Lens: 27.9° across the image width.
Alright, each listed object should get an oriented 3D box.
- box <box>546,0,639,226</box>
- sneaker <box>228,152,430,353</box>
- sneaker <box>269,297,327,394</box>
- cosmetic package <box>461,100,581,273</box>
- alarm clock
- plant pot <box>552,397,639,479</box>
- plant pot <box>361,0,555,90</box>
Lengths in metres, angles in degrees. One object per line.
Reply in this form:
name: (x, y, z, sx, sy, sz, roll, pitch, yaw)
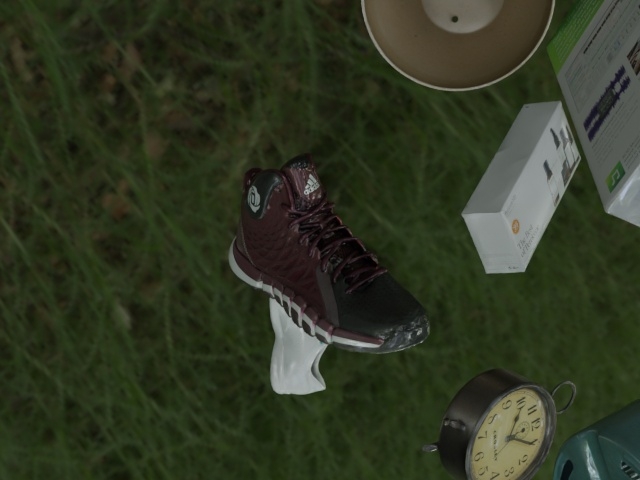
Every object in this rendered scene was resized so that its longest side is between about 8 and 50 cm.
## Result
box: (0.296, -0.184, 1.097, 0.058, 0.322, 0.232, 22, 120, -15)
sneaker: (0.000, 0.000, 1.342, 0.106, 0.281, 0.162, -23, 126, -39)
sneaker: (-0.025, 0.129, 1.966, 0.080, 0.094, 0.212, -12, 101, -72)
cosmetic package: (0.262, -0.071, 1.648, 0.239, 0.060, 0.099, -57, 130, -40)
alarm clock: (0.196, 0.192, 1.346, 0.192, 0.064, 0.129, -20, 119, -29)
plant pot: (0.481, 0.293, 1.527, 0.334, 0.341, 0.341, -18, 147, -24)
plant pot: (0.214, -0.380, 1.970, 0.284, 0.284, 0.191, -48, -179, 15)
